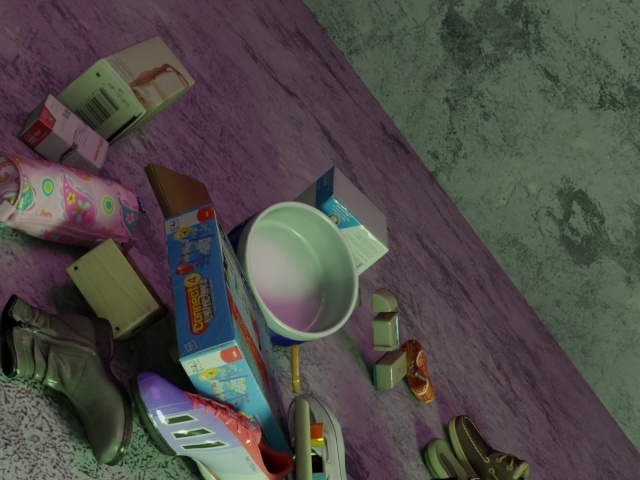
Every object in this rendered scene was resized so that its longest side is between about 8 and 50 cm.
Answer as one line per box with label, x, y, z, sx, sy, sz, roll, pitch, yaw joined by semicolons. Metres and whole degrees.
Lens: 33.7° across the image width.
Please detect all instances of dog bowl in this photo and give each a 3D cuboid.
dog bowl;-0.061;0.065;1.992;0.265;0.104;0.264;16;63;-35

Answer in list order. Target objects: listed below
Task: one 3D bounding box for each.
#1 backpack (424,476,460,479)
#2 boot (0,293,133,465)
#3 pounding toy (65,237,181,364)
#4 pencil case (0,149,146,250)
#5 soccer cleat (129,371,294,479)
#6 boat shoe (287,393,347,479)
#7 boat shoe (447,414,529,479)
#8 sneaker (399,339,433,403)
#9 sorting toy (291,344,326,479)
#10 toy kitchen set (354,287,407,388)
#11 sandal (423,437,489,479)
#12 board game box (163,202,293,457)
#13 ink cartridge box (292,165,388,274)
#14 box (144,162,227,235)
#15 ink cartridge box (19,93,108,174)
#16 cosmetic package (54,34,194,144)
backpack;0.198;0.501;1.852;0.144;0.166;0.188;48;-18;-9
boot;-0.350;0.188;1.406;0.161;0.083;0.246;17;37;-40
pounding toy;-0.284;0.115;1.609;0.206;0.094;0.181;54;-5;6
pencil case;-0.398;-0.052;1.614;0.284;0.124;0.124;20;37;-58
soccer cleat;-0.154;0.269;1.501;0.318;0.116;0.108;54;13;-41
boat shoe;-0.019;0.365;1.764;0.088;0.096;0.267;38;32;-44
boat shoe;0.415;0.525;2.357;0.123;0.123;0.342;10;46;-61
sneaker;0.219;0.302;2.433;0.175;0.064;0.067;-97;163;-46
sorting toy;-0.015;0.330;1.600;0.196;0.047;0.347;98;-11;-77
toy kitchen set;0.092;0.204;2.308;0.122;0.166;0.207;-23;112;-68
sandal;0.332;0.537;2.213;0.302;0.086;0.120;53;21;-2
board game box;-0.146;0.155;1.669;0.302;0.086;0.308;-105;176;-47
ink cartridge box;0.000;0.000;2.204;0.171;0.233;0.168;44;20;-19
box;-0.251;-0.052;2.062;0.164;0.021;0.201;21;36;-54
ink cartridge box;-0.439;-0.172;1.815;0.135;0.056;0.099;42;23;-24
cosmetic package;-0.371;-0.281;2.012;0.129;0.153;0.296;50;22;-8
